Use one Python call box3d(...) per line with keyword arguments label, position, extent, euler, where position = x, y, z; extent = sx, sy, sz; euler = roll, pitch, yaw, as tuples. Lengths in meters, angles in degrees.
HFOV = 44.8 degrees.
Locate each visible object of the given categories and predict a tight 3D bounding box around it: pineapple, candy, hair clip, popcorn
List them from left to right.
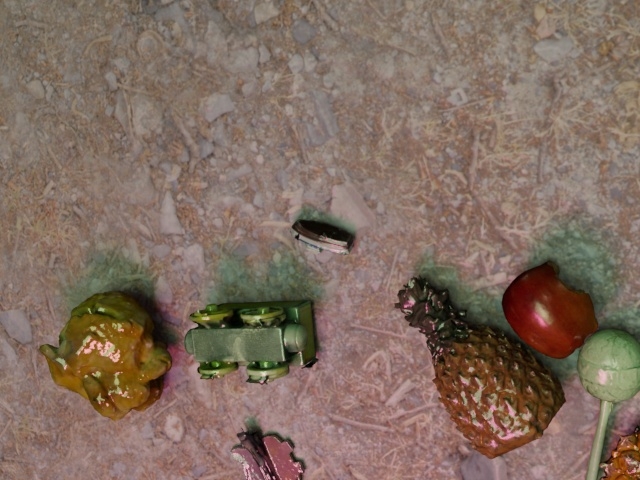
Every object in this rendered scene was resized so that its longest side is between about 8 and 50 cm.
box3d(label="popcorn", position=(-0.453, 0.245, 1.692), extent=(0.276, 0.225, 0.276), euler=(24, 136, 25))
box3d(label="hair clip", position=(-0.118, 0.485, 1.694), extent=(0.146, 0.056, 0.187), euler=(-31, 94, 20))
box3d(label="pineapple", position=(0.272, 0.222, 1.440), extent=(0.362, 0.202, 0.202), euler=(48, 110, 17))
box3d(label="candy", position=(0.511, 0.373, 1.423), extent=(0.119, 0.119, 0.440), euler=(9, 106, 19))
box3d(label="pineapple", position=(0.603, 0.422, 1.365), extent=(0.224, 0.076, 0.225), euler=(-1, 108, -2))

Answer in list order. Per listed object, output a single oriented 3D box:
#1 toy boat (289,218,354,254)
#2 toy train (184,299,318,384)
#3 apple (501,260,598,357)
box3d(label="toy boat", position=(0.000, 0.000, 1.583), extent=(0.140, 0.059, 0.066), euler=(19, 130, 16))
box3d(label="toy train", position=(-0.141, 0.198, 1.589), extent=(0.271, 0.188, 0.159), euler=(-4, 95, 23))
box3d(label="apple", position=(0.408, 0.130, 1.386), extent=(0.147, 0.156, 0.158), euler=(-25, 68, -19))
